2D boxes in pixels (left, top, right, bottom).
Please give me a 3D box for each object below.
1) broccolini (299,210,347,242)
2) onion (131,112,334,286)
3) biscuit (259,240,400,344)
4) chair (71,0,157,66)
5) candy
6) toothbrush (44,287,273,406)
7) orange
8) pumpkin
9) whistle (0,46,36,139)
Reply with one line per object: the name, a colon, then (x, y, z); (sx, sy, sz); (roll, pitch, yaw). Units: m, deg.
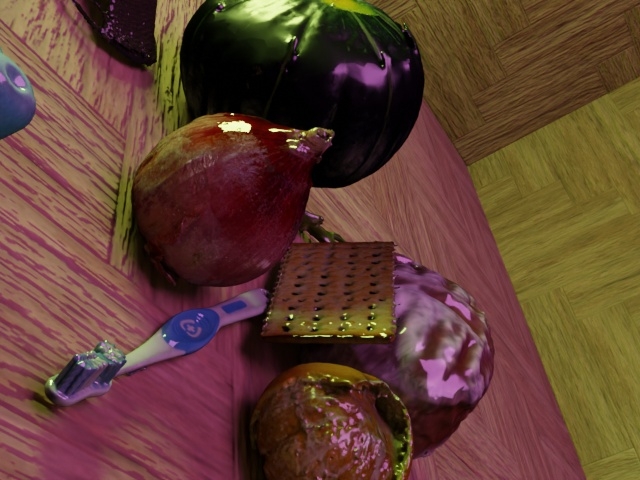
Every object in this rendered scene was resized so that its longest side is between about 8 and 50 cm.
broccolini: (-0.002, 0.001, 1.045); (0.216, 0.058, 0.067); (38, -12, -38)
onion: (-0.070, -0.049, 0.670); (0.159, 0.194, 0.160); (41, 29, -28)
biscuit: (0.017, 0.051, 0.816); (0.231, 0.138, 0.016); (-80, 169, -67)
chair: (-0.220, -0.308, 0.808); (0.174, 0.149, 0.213); (0, 106, -73)
candy: (0.095, 0.120, 0.876); (0.214, 0.157, 0.289); (28, 28, 0)
toothbrush: (-0.112, 0.079, 0.645); (0.040, 0.040, 0.386); (64, 14, 4)
orange: (0.013, 0.182, 0.674); (0.157, 0.134, 0.156); (52, 9, -12)
pumpkin: (-0.034, -0.169, 0.910); (0.296, 0.295, 0.296); (52, 21, -29)
whistle: (-0.264, -0.160, 0.470); (0.274, 0.093, 0.186); (62, -8, 8)
